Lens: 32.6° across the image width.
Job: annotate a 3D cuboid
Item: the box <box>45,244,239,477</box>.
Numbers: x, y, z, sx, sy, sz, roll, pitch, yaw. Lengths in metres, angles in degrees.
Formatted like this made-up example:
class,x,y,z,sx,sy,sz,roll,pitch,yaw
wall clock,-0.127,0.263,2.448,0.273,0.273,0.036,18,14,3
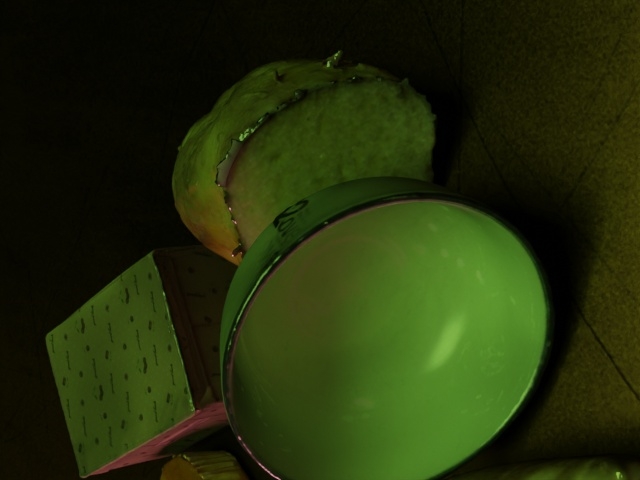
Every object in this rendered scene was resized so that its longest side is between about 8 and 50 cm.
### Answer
class,x,y,z,sx,sy,sz,roll,pitch,yaw
box,-0.210,0.166,1.511,0.297,0.190,0.225,-34,69,41

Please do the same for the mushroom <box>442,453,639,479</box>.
class,x,y,z,sx,sy,sz,roll,pitch,yaw
mushroom,0.200,0.337,1.114,0.313,0.224,0.397,49,119,50

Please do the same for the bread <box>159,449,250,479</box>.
class,x,y,z,sx,sy,sz,roll,pitch,yaw
bread,-0.155,0.387,1.530,0.132,0.114,0.190,-55,51,36

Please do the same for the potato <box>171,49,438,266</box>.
class,x,y,z,sx,sy,sz,roll,pitch,yaw
potato,-0.038,-0.104,1.289,0.237,0.289,0.301,-126,18,-51

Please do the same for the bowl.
class,x,y,z,sx,sy,sz,roll,pitch,yaw
bowl,0.050,0.078,1.163,0.185,0.354,0.354,-123,46,-60
